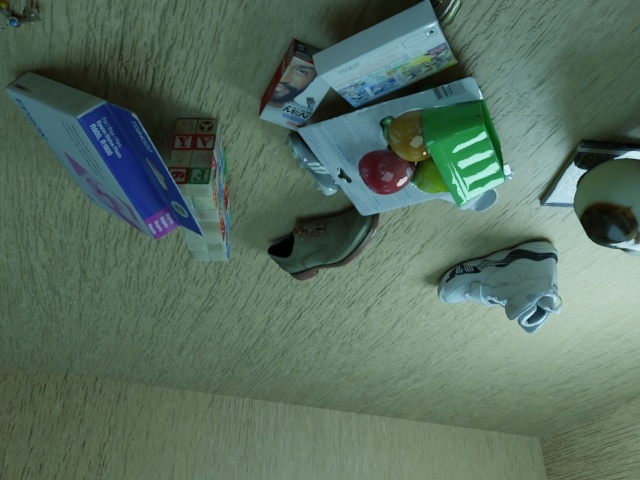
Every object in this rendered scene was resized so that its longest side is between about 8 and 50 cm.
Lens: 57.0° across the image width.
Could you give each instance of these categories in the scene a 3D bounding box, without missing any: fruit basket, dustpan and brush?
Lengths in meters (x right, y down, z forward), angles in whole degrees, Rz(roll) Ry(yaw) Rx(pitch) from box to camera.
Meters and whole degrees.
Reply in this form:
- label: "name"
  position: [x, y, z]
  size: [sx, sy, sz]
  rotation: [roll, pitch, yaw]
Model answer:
- label: "fruit basket"
  position: [0.182, -0.182, 1.208]
  size: [0.353, 0.165, 0.327]
  rotation: [-8, 146, 28]
- label: "dustpan and brush"
  position: [0.368, -0.120, 1.357]
  size: [0.147, 0.060, 0.211]
  rotation: [16, 144, -21]

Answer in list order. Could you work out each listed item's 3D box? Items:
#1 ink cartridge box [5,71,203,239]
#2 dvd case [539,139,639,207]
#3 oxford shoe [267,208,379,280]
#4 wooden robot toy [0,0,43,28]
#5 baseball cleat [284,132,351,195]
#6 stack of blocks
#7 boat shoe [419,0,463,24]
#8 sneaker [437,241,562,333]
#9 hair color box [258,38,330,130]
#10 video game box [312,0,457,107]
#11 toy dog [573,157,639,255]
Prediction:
- label: "ink cartridge box"
  position: [-0.412, -0.146, 1.141]
  size: [0.330, 0.071, 0.324]
  rotation: [25, 151, 32]
- label: "dvd case"
  position: [0.628, -0.144, 1.357]
  size: [0.164, 0.018, 0.221]
  rotation: [4, 146, -5]
- label: "oxford shoe"
  position: [0.000, 0.000, 1.492]
  size: [0.130, 0.123, 0.348]
  rotation: [31, 135, -29]
- label: "wooden robot toy"
  position: [-0.553, -0.391, 0.977]
  size: [0.173, 0.076, 0.079]
  rotation: [-3, 111, 5]
- label: "baseball cleat"
  position: [0.006, -0.180, 1.281]
  size: [0.109, 0.072, 0.206]
  rotation: [-25, 146, 12]
- label: "stack of blocks"
  position: [-0.254, -0.101, 1.293]
  size: [0.087, 0.171, 0.297]
  rotation: [1, 147, 0]
- label: "boat shoe"
  position: [0.205, -0.414, 0.912]
  size: [0.060, 0.064, 0.178]
  rotation: [6, 149, -12]
- label: "sneaker"
  position: [0.491, 0.154, 1.635]
  size: [0.366, 0.210, 0.137]
  rotation: [-26, 138, 34]
- label: "hair color box"
  position: [-0.044, -0.288, 1.116]
  size: [0.093, 0.053, 0.167]
  rotation: [15, 142, -21]
- label: "video game box"
  position: [0.115, -0.308, 1.003]
  size: [0.205, 0.048, 0.187]
  rotation: [-20, 166, 19]
- label: "toy dog"
  position: [0.707, -0.115, 1.154]
  size: [0.395, 0.284, 0.408]
  rotation: [37, 128, -23]
